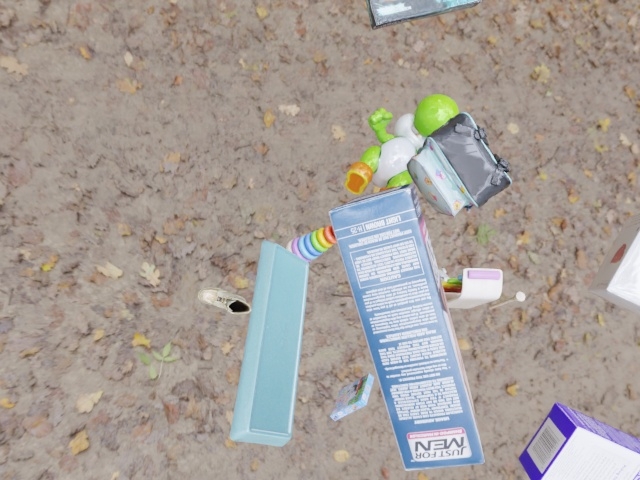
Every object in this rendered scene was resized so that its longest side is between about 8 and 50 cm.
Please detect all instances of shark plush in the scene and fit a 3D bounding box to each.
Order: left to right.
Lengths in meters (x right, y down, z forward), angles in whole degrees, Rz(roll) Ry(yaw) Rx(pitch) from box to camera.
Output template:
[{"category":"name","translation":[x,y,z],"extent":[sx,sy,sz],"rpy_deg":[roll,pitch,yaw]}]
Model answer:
[{"category":"shark plush","translation":[0.540,0.180,1.772],"extent":[0.073,0.067,0.161],"rpy_deg":[-6,41,-37]}]

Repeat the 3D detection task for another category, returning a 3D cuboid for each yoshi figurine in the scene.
[{"category":"yoshi figurine","translation":[0.228,-0.248,1.020],"extent":[0.362,0.203,0.203],"rpy_deg":[-52,137,-24]}]

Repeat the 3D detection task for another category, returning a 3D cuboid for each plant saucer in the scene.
[{"category":"plant saucer","translation":[-0.042,0.093,0.396],"extent":[0.067,0.018,0.191],"rpy_deg":[34,51,-40]}]

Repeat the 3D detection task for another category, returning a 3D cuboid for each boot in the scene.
[{"category":"boot","translation":[-0.406,0.257,1.708],"extent":[0.214,0.165,0.077],"rpy_deg":[18,86,-19]}]

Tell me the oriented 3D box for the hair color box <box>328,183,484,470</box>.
[{"category":"hair color box","translation":[0.123,0.102,0.560],"extent":[0.105,0.174,0.346],"rpy_deg":[-14,96,17]}]

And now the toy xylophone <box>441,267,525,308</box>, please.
[{"category":"toy xylophone","translation":[0.479,0.164,1.283],"extent":[0.237,0.322,0.081],"rpy_deg":[5,73,-11]}]

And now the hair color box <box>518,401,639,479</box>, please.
[{"category":"hair color box","translation":[0.689,0.553,0.972],"extent":[0.339,0.110,0.185],"rpy_deg":[25,102,-1]}]

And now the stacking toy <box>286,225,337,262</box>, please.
[{"category":"stacking toy","translation":[0.000,0.000,1.843],"extent":[0.141,0.331,0.141],"rpy_deg":[32,43,-36]}]

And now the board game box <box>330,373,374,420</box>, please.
[{"category":"board game box","translation":[0.144,0.708,1.826],"extent":[0.039,0.211,0.160],"rpy_deg":[43,34,-5]}]

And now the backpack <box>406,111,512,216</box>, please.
[{"category":"backpack","translation":[0.253,-0.133,0.773],"extent":[0.144,0.188,0.165],"rpy_deg":[-37,90,13]}]

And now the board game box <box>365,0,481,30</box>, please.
[{"category":"board game box","translation":[0.158,-0.426,0.651],"extent":[0.187,0.026,0.126],"rpy_deg":[-16,100,-6]}]

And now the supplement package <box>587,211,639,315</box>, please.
[{"category":"supplement package","translation":[1.026,0.073,1.273],"extent":[0.176,0.177,0.292],"rpy_deg":[29,90,17]}]
